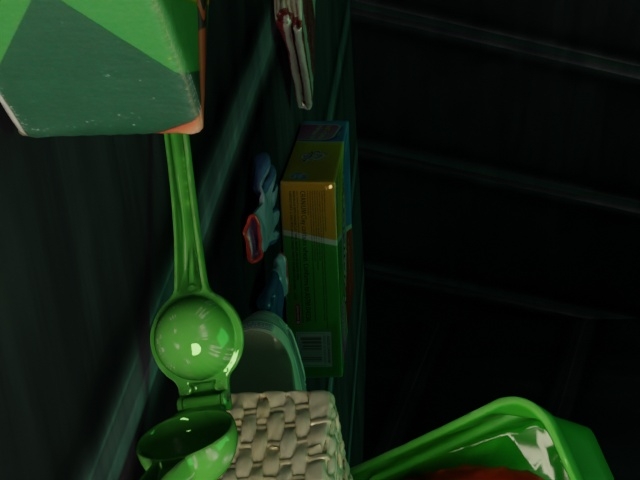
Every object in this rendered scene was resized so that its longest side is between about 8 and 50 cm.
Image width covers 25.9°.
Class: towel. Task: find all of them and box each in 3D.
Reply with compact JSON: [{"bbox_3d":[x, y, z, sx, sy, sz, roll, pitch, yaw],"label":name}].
[{"bbox_3d":[-0.027,-0.351,1.660,0.237,0.037,0.329,77,13,-72],"label":"towel"}]

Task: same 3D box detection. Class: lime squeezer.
[{"bbox_3d":[-0.086,0.066,0.773,0.110,0.059,0.310,45,36,-38],"label":"lime squeezer"}]

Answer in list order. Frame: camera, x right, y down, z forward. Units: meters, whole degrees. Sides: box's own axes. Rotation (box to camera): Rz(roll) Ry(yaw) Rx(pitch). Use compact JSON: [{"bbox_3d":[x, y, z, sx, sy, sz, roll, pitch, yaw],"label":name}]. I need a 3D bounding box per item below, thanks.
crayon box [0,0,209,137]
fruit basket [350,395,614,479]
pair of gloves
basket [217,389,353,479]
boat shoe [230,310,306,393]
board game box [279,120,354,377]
[{"bbox_3d":[-0.093,-0.186,0.432,0.318,0.081,0.202,76,15,-70],"label":"crayon box"},{"bbox_3d":[0.100,0.324,0.980,0.392,0.283,0.392,37,37,-35],"label":"fruit basket"},{"bbox_3d":[-0.052,0.022,1.327,0.159,0.023,0.198,-77,165,-66],"label":"pair of gloves"},{"bbox_3d":[-0.037,0.179,0.879,0.167,0.113,0.103,-84,170,-61],"label":"basket"},{"bbox_3d":[-0.034,0.165,1.138,0.081,0.079,0.227,-63,149,-72],"label":"boat shoe"},{"bbox_3d":[0.000,0.000,1.736,0.316,0.064,0.242,-78,166,-71],"label":"board game box"}]
